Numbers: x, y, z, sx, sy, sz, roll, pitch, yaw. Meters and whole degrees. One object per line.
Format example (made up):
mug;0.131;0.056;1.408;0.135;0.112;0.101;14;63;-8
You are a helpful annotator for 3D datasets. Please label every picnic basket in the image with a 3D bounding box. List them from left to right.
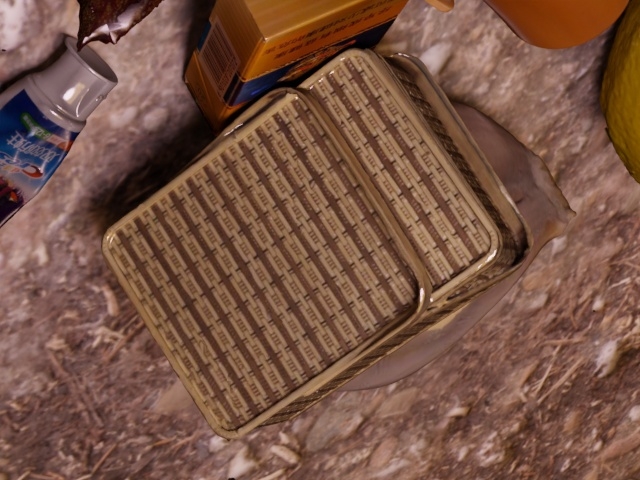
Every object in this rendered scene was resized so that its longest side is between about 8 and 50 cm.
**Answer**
picnic basket;0.000;0.000;1.387;0.313;0.228;0.175;-34;170;12

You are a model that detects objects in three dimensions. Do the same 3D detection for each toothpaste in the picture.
toothpaste;-0.277;-0.058;1.347;0.266;0.061;0.096;-45;139;14

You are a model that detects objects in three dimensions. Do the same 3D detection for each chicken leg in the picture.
chicken leg;-0.110;-0.230;1.274;0.234;0.105;0.063;-26;145;-18

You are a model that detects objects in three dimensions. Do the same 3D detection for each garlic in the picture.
garlic;0.057;0.009;1.576;0.340;0.231;0.246;-36;-175;19

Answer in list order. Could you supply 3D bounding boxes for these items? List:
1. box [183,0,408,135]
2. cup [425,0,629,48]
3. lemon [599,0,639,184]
box;-0.018;-0.175;1.318;0.152;0.070;0.237;-26;175;-18
cup;0.154;-0.276;1.398;0.226;0.182;0.264;-15;151;23
lemon;0.407;-0.156;1.600;0.245;0.245;0.320;-14;135;-26
